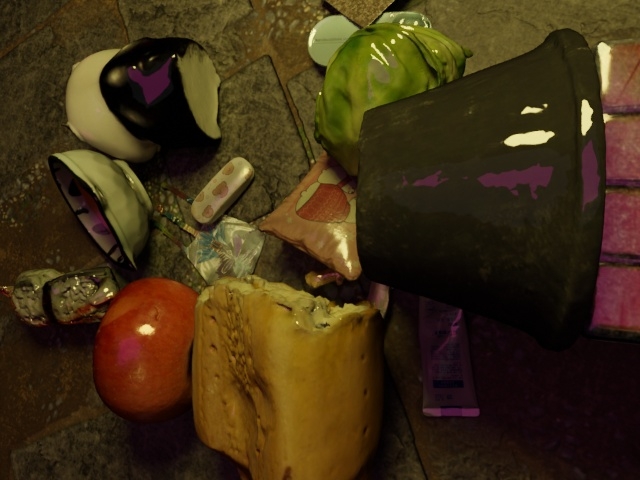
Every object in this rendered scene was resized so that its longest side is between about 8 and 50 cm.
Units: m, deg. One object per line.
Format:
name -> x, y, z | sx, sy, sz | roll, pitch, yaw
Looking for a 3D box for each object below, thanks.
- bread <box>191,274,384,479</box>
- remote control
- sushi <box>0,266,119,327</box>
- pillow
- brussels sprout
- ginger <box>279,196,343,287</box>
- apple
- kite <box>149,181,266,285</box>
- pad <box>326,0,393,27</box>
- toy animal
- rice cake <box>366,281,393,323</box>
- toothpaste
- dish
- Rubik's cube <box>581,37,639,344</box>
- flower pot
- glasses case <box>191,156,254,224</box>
bread -> -0.047, 0.254, 0.888 | 0.361, 0.250, 0.395 | 5, 98, 50
remote control -> 0.094, -0.378, 0.998 | 0.247, 0.052, 0.104 | 8, 89, 22
sushi -> -0.573, 0.122, 1.184 | 0.331, 0.124, 0.130 | -6, 93, 20
pillow -> 0.034, -0.055, 0.943 | 0.223, 0.084, 0.236 | 27, 62, 24
brussels sprout -> 0.115, -0.227, 0.859 | 0.227, 0.294, 0.259 | 42, 56, 9
ginger -> 0.000, 0.000, 1.002 | 0.176, 0.052, 0.193 | -4, 71, 11
apple -> -0.312, 0.211, 1.004 | 0.206, 0.251, 0.272 | 10, 72, 8
kite -> -0.253, -0.022, 1.128 | 0.310, 0.015, 0.169 | 39, 98, 20
pad -> 0.119, -0.523, 0.998 | 0.235, 0.003, 0.158 | -44, 63, 3
toy animal -> -0.382, -0.299, 1.095 | 0.309, 0.251, 0.251 | -6, 83, 15
rice cake -> 0.096, 0.145, 0.956 | 0.047, 0.036, 0.207 | 17, 92, 22
toothpaste -> 0.212, 0.171, 0.904 | 0.096, 0.061, 0.266 | -7, 89, 20
dish -> -0.445, -0.082, 1.112 | 0.303, 0.303, 0.120 | 41, 59, 20
Rubik's cube -> 0.497, -0.040, 0.651 | 0.343, 0.337, 0.345 | 5, 88, 22
flower pot -> 0.177, -0.054, 0.653 | 0.250, 0.379, 0.380 | 2, 86, 11
glasses case -> -0.205, -0.103, 1.095 | 0.164, 0.041, 0.063 | -46, 70, 5
